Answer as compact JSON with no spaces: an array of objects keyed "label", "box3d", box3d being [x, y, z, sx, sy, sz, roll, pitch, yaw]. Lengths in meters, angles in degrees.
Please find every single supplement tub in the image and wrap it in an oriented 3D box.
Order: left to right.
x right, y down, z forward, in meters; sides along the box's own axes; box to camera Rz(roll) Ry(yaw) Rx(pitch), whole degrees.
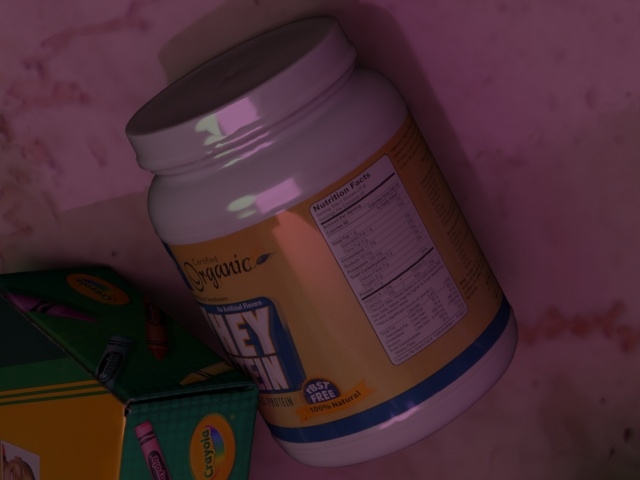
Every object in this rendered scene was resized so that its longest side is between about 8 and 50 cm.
[{"label":"supplement tub","box3d":[0.000,0.000,1.030,0.144,0.144,0.199,-26,107,11]}]

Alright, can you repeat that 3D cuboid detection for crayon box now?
[{"label":"crayon box","box3d":[-0.123,0.173,1.079,0.081,0.165,0.278,-6,114,-34]}]
